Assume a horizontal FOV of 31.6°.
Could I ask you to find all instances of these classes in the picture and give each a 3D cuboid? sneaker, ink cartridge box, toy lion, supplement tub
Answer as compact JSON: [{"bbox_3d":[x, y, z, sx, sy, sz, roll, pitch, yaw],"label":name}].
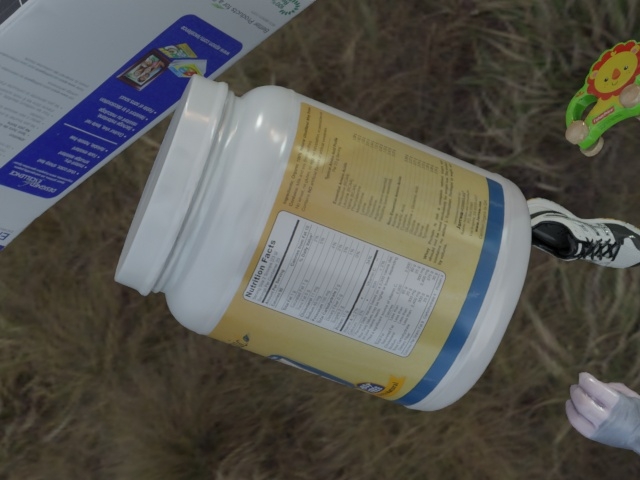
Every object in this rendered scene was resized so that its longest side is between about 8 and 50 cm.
[{"bbox_3d":[0.155,0.003,0.669,0.083,0.037,0.032,15,118,5],"label":"sneaker"},{"bbox_3d":[-0.171,-0.118,0.750,0.333,0.165,0.065,-35,63,20],"label":"ink cartridge box"},{"bbox_3d":[0.278,-0.143,1.084,0.100,0.034,0.096,-36,38,32],"label":"toy lion"},{"bbox_3d":[0.000,0.000,0.635,0.200,0.144,0.144,21,111,-11],"label":"supplement tub"}]

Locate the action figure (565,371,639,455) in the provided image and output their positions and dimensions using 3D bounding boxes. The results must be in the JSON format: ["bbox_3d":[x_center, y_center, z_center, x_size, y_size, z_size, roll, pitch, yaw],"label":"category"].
[{"bbox_3d":[0.278,0.215,0.637,0.275,0.248,0.370,-123,41,-49],"label":"action figure"}]
